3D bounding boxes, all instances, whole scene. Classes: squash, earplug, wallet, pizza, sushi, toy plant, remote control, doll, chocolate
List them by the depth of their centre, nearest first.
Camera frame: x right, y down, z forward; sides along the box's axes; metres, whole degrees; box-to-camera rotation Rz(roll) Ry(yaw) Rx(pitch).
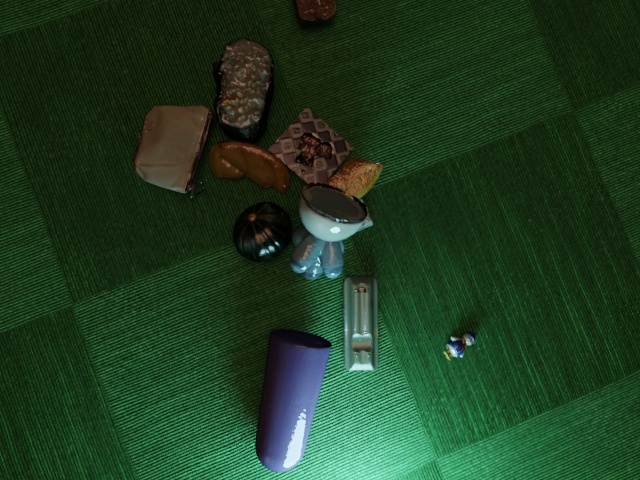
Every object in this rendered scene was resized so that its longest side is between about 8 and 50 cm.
[{"bbox_3d":[-0.107,0.542,1.498,0.214,0.215,0.457,11,90,-3],"label":"earplug"},{"bbox_3d":[0.000,0.000,1.507,0.246,0.247,0.333,19,120,-2],"label":"toy plant"},{"bbox_3d":[-0.197,-0.030,1.531,0.218,0.218,0.172,-49,129,-5],"label":"squash"},{"bbox_3d":[-0.269,-0.520,1.565,0.210,0.171,0.351,2,85,-5],"label":"sushi"},{"bbox_3d":[-0.521,-0.329,1.575,0.274,0.068,0.336,13,85,6],"label":"wallet"},{"bbox_3d":[0.109,-0.206,1.584,0.134,0.056,0.271,45,89,-2],"label":"pizza"},{"bbox_3d":[0.145,0.294,1.588,0.127,0.065,0.336,0,87,-5],"label":"remote control"},{"bbox_3d":[0.509,0.376,1.611,0.142,0.057,0.099,-31,109,-11],"label":"doll"},{"bbox_3d":[-0.034,-0.330,1.629,0.231,0.047,0.220,40,80,-4],"label":"sushi"},{"bbox_3d":[-0.028,-0.890,1.642,0.148,0.093,0.214,-11,86,-3],"label":"chocolate"}]

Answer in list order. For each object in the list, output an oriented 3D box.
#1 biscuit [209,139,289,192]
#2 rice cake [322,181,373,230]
[{"bbox_3d":[-0.249,-0.267,1.580,0.298,0.045,0.154,13,123,-3],"label":"biscuit"},{"bbox_3d":[0.101,-0.131,1.626,0.124,0.038,0.211,-20,87,-4],"label":"rice cake"}]
